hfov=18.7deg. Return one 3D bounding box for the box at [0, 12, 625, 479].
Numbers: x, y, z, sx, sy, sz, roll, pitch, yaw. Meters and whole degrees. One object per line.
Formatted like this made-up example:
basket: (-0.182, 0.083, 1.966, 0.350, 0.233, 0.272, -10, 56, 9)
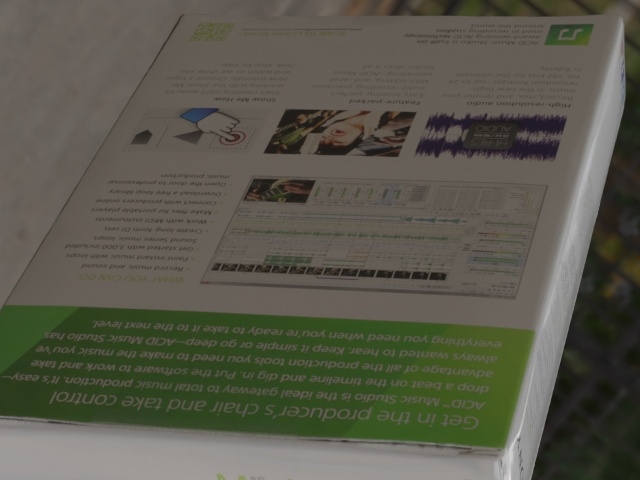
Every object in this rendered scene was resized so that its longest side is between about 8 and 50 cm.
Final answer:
box: (0.000, 0.000, 0.862, 0.322, 0.232, 0.058, -65, 152, -51)
